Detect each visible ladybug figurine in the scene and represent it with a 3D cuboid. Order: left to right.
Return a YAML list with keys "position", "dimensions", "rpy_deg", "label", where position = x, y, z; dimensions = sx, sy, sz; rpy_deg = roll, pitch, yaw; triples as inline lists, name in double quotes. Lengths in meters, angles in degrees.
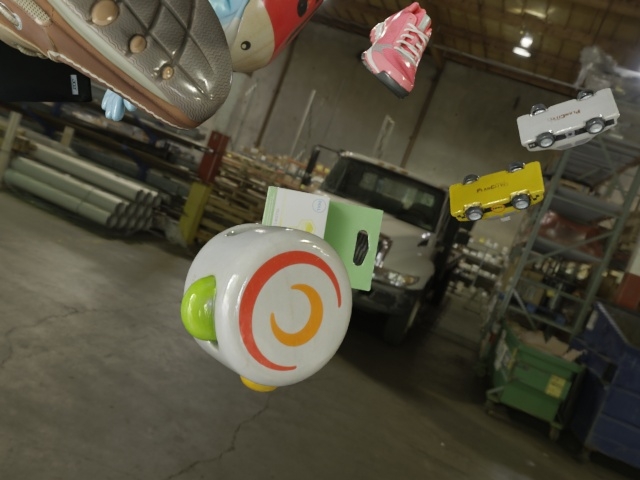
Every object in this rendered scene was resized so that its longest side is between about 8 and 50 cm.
- position: [-0.107, -0.537, 1.313]
  dimensions: [0.162, 0.449, 0.305]
  rpy_deg: [38, -26, -9]
  label: "ladybug figurine"

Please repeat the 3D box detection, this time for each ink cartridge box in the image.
- position: [0.000, 0.000, 1.130]
  dimensions: [0.234, 0.171, 0.056]
  rpy_deg: [10, -1, -5]
  label: "ink cartridge box"

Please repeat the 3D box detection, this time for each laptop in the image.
- position: [-0.493, -0.344, 0.873]
  dimensions: [0.264, 0.234, 0.136]
  rpy_deg: [28, 38, 24]
  label: "laptop"

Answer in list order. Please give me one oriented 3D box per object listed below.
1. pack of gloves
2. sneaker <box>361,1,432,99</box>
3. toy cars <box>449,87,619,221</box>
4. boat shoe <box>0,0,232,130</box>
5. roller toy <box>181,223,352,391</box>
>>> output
- position: [-0.154, -0.235, 0.613]
  dimensions: [0.195, 0.232, 0.046]
  rpy_deg: [-4, -32, 37]
  label: "pack of gloves"
- position: [0.174, -0.422, 1.239]
  dimensions: [0.116, 0.136, 0.314]
  rpy_deg: [35, 36, -23]
  label: "sneaker"
- position: [0.438, -0.159, 1.193]
  dimensions: [0.176, 0.393, 0.087]
  rpy_deg: [42, -4, 47]
  label: "toy cars"
- position: [-0.205, -0.202, 0.452]
  dimensions: [0.324, 0.116, 0.123]
  rpy_deg: [44, 48, -3]
  label: "boat shoe"
- position: [-0.068, 0.077, 0.745]
  dimensions: [0.209, 0.191, 0.146]
  rpy_deg: [49, -21, -28]
  label: "roller toy"
